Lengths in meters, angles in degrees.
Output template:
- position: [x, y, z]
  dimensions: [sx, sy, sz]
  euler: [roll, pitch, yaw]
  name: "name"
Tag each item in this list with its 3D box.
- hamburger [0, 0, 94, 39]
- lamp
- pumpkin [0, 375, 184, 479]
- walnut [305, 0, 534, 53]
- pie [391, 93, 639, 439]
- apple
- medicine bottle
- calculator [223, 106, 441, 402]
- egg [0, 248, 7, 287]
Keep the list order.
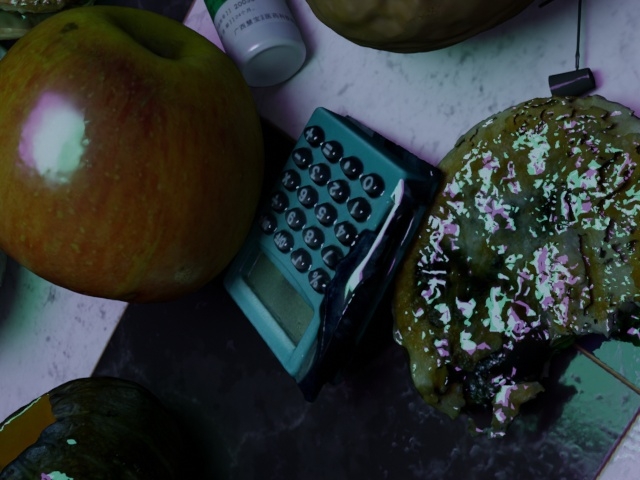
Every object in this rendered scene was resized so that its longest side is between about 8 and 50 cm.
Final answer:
- position: [-0.447, -0.413, 1.537]
  dimensions: [0.283, 0.144, 0.259]
  euler: [6, 85, 1]
  name: "hamburger"
- position: [0.249, -0.199, 1.086]
  dimensions: [0.054, 0.041, 0.121]
  euler: [-17, 74, 27]
  name: "lamp"
- position: [-0.297, 0.296, 1.261]
  dimensions: [0.320, 0.192, 0.320]
  euler: [-33, 19, 13]
  name: "pumpkin"
- position: [0.105, -0.372, 1.053]
  dimensions: [0.398, 0.308, 0.354]
  euler: [-31, 88, 37]
  name: "walnut"
- position: [0.214, 0.010, 1.047]
  dimensions: [0.371, 0.078, 0.296]
  euler: [-33, 62, 30]
  name: "pie"
- position: [-0.225, -0.099, 1.242]
  dimensions: [0.339, 0.339, 0.339]
  euler: [-8, 77, 37]
  name: "apple"
- position: [-0.102, -0.312, 1.342]
  dimensions: [0.095, 0.095, 0.260]
  euler: [-39, 61, 26]
  name: "medicine bottle"
- position: [0.000, 0.000, 1.185]
  dimensions: [0.274, 0.058, 0.248]
  euler: [-62, 35, 12]
  name: "calculator"
- position: [-0.627, -0.014, 1.538]
  dimensions: [0.428, 0.345, 0.345]
  euler: [31, 101, 37]
  name: "egg"
